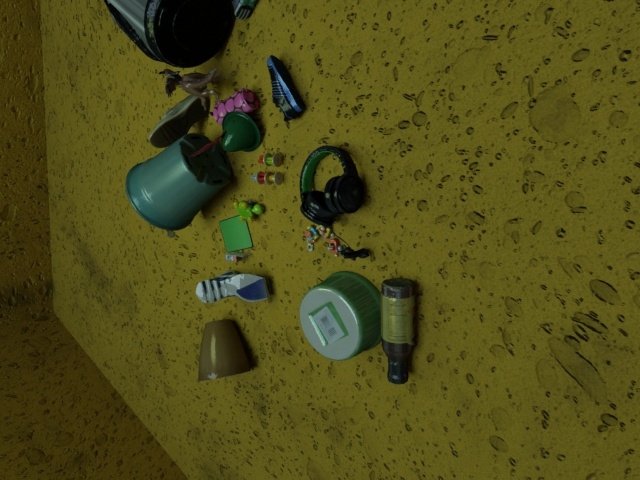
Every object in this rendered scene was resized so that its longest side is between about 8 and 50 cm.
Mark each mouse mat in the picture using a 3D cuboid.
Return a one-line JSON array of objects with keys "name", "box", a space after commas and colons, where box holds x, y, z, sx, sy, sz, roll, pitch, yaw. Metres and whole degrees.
[{"name": "mouse mat", "box": [-0.378, -0.029, 1.847, 0.189, 0.007, 0.153, -12, 94, 39]}]

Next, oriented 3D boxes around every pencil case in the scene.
[{"name": "pencil case", "box": [-0.336, -0.525, 1.628, 0.209, 0.095, 0.098, -12, 93, 38]}]

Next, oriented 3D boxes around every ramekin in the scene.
[{"name": "ramekin", "box": [0.070, 0.272, 1.466, 0.303, 0.148, 0.303, 12, 109, 37]}]

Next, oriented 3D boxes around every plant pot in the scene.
[{"name": "plant pot", "box": [-0.580, -0.261, 1.763, 0.334, 0.341, 0.341, -27, 84, 32]}, {"name": "plant pot", "box": [-0.463, 0.503, 1.933, 0.237, 0.237, 0.254, -22, 74, 41]}]

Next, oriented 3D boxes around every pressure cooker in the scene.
[{"name": "pressure cooker", "box": [-0.585, -0.900, 1.546, 0.420, 0.375, 0.370, 43, 136, 17]}]

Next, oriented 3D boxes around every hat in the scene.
[{"name": "hat", "box": [-0.357, -0.368, 1.589, 0.173, 0.183, 0.208, 43, 140, -11]}]

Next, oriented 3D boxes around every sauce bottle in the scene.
[{"name": "sauce bottle", "box": [0.251, 0.297, 1.352, 0.111, 0.111, 0.345, 10, 109, 37]}]

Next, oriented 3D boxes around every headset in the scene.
[{"name": "headset", "box": [0.059, -0.126, 1.408, 0.243, 0.185, 0.394, -29, 68, 44]}]

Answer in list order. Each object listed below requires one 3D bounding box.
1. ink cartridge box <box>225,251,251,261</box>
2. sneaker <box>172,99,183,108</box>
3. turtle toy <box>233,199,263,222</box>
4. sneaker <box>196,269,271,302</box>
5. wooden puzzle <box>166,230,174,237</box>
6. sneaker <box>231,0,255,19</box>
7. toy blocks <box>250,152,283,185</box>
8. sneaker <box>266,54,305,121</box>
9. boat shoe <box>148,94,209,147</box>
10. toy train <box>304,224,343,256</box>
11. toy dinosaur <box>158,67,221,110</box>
[{"name": "ink cartridge box", "box": [-0.359, 0.073, 1.820, 0.115, 0.063, 0.029, 5, 104, 38]}, {"name": "sneaker", "box": [-0.635, -0.584, 1.885, 0.144, 0.059, 0.053, -26, 53, 25]}, {"name": "turtle toy", "box": [-0.293, -0.126, 1.712, 0.130, 0.066, 0.095, 9, 130, 35]}, {"name": "sneaker", "box": [-0.363, 0.185, 1.818, 0.315, 0.182, 0.128, -4, 102, 10]}, {"name": "wooden puzzle", "box": [-0.788, -0.043, 2.178, 0.083, 0.006, 0.049, -25, 85, 40]}, {"name": "sneaker", "box": [-0.256, -0.905, 1.468, 0.223, 0.083, 0.098, -37, 73, 40]}, {"name": "toy blocks", "box": [-0.216, -0.279, 1.617, 0.148, 0.054, 0.123, 9, 108, 38]}, {"name": "sneaker", "box": [-0.144, -0.537, 1.471, 0.090, 0.081, 0.232, -30, 84, 33]}, {"name": "boat shoe", "box": [-0.611, -0.512, 1.763, 0.098, 0.302, 0.109, 36, 167, 35]}, {"name": "toy train", "box": [0.000, 0.000, 1.519, 0.166, 0.046, 0.125, 2, 102, 39]}, {"name": "toy dinosaur", "box": [-0.503, -0.606, 1.603, 0.295, 0.200, 0.127, 14, 94, 55]}]
